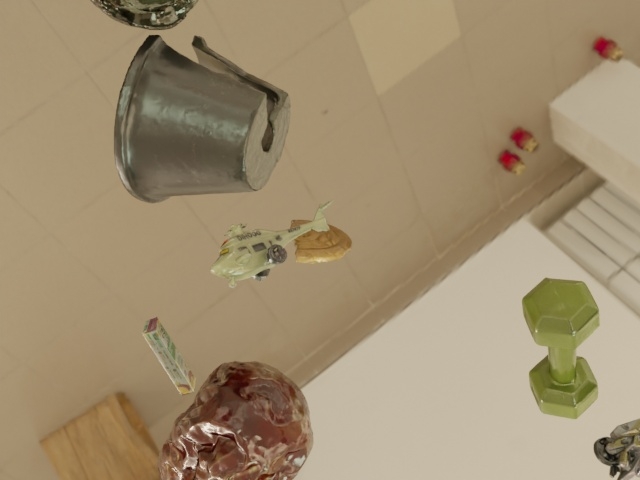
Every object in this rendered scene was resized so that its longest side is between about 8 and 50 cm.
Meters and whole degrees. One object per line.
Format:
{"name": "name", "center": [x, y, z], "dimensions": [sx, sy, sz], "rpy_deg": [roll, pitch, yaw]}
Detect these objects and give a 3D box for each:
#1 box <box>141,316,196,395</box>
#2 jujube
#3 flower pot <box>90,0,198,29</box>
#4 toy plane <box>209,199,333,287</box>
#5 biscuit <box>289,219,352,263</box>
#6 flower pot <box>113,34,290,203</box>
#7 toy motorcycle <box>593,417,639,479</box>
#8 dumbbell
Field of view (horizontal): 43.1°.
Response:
{"name": "box", "center": [-0.353, 0.273, 1.893], "dimensions": [0.041, 0.050, 0.207], "rpy_deg": [-17, 122, 11]}
{"name": "jujube", "center": [-0.165, 0.391, 1.575], "dimensions": [0.276, 0.277, 0.377], "rpy_deg": [-1, 150, -40]}
{"name": "flower pot", "center": [-0.356, -0.556, 1.527], "dimensions": [0.301, 0.302, 0.213], "rpy_deg": [-34, 172, -10]}
{"name": "toy plane", "center": [-0.085, 0.001, 1.468], "dimensions": [0.286, 0.108, 0.092], "rpy_deg": [-22, 167, -35]}
{"name": "biscuit", "center": [0.000, -0.001, 1.815], "dimensions": [0.144, 0.224, 0.033], "rpy_deg": [4, 111, -4]}
{"name": "flower pot", "center": [-0.218, -0.223, 1.645], "dimensions": [0.379, 0.251, 0.380], "rpy_deg": [16, 90, -76]}
{"name": "toy motorcycle", "center": [0.695, 0.451, 1.712], "dimensions": [0.225, 0.152, 0.073], "rpy_deg": [-19, 146, -23]}
{"name": "dumbbell", "center": [0.409, 0.188, 1.372], "dimensions": [0.108, 0.121, 0.302], "rpy_deg": [-16, 136, 4]}
